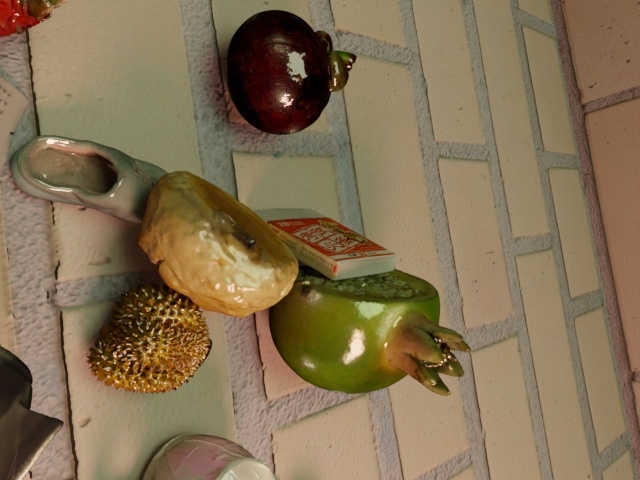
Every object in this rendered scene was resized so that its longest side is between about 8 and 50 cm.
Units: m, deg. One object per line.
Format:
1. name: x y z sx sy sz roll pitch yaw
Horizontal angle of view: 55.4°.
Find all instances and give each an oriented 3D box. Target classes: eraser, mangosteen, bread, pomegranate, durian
1. eraser: 0.000 0.000 1.070 0.157 0.230 0.038 -6 117 -46
2. mangosteen: -0.058 -0.290 1.074 0.216 0.216 0.216 12 72 -43
3. bread: -0.150 0.015 0.876 0.244 0.134 0.244 42 11 -10
4. pomegranate: 0.077 0.168 1.038 0.310 0.359 0.216 3 110 -45
5. durian: -0.234 0.137 0.862 0.168 0.137 0.158 18 89 -33

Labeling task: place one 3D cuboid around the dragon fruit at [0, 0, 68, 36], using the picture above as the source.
1. dragon fruit: -0.422 -0.347 0.755 0.209 0.172 0.172 46 51 -18

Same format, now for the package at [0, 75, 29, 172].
1. package: -0.489 -0.159 0.721 0.251 0.062 0.203 31 61 -41

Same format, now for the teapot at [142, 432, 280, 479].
1. teapot: -0.167 0.349 0.843 0.222 0.178 0.163 30 60 -36

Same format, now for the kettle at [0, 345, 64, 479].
1. kettle: -0.454 0.211 0.588 0.321 0.228 0.324 24 54 -5

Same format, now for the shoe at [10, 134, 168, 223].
1. shoe: -0.298 -0.087 0.869 0.251 0.100 0.103 11 72 -41

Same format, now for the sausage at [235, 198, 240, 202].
1. sausage: -0.156 0.015 1.017 0.065 0.065 0.169 28 63 -38
